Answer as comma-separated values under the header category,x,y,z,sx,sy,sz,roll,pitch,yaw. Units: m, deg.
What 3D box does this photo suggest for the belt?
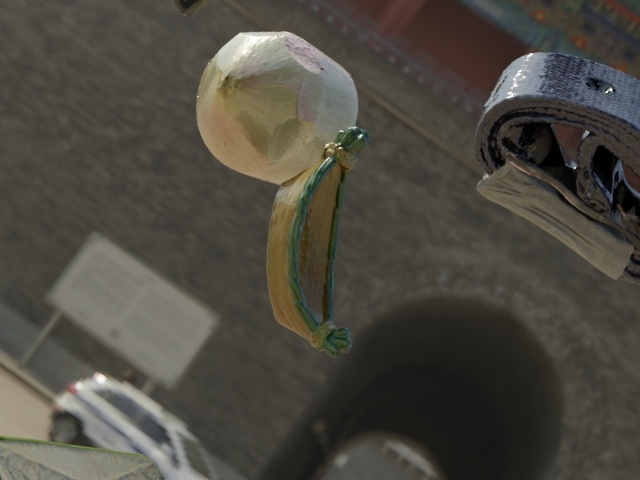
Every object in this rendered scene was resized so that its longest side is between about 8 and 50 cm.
category,x,y,z,sx,sy,sz,roll,pitch,yaw
belt,0.236,-0.054,1.225,0.230,0.140,0.126,33,35,-4

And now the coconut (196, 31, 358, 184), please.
category,x,y,z,sx,sy,sz,roll,pitch,yaw
coconut,-0.056,-0.149,1.583,0.171,0.171,0.183,29,4,37

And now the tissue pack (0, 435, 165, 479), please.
category,x,y,z,sx,sy,sz,roll,pitch,yaw
tissue pack,-0.270,0.301,1.212,0.200,0.274,0.167,19,38,-53

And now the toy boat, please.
category,x,y,z,sx,sy,sz,roll,pitch,yaw
toy boat,0.000,0.000,1.438,0.088,0.230,0.089,0,-8,25

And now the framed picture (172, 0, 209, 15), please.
category,x,y,z,sx,sy,sz,roll,pitch,yaw
framed picture,-0.036,-0.387,1.276,0.265,0.347,0.016,61,9,25
